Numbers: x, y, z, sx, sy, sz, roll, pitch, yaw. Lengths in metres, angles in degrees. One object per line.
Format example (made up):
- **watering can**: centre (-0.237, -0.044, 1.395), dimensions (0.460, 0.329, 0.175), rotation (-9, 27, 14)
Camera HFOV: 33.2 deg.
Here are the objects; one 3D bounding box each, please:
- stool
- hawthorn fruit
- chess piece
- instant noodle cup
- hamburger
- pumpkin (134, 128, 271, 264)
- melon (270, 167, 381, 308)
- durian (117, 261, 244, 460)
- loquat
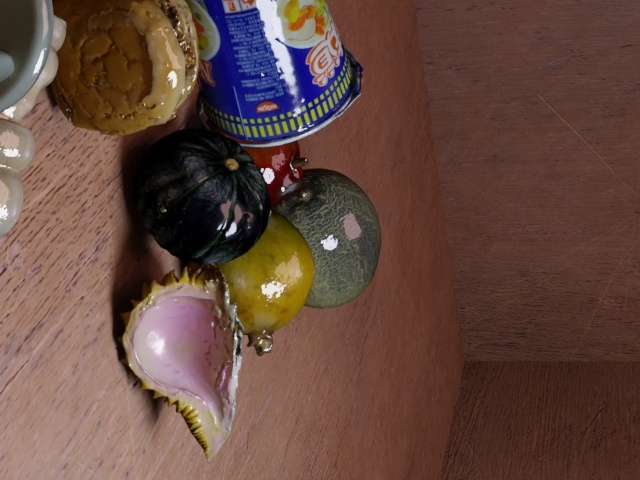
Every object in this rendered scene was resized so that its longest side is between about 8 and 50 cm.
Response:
- **stool**: centre (-0.381, -0.214, 1.006), dimensions (0.198, 0.195, 0.195), rotation (-16, 103, -71)
- **hawthorn fruit**: centre (-0.117, -0.137, 1.836), dimensions (0.185, 0.202, 0.185), rotation (6, 90, -69)
- **chess piece**: centre (-0.362, -0.127, 1.180), dimensions (0.143, 0.142, 0.261), rotation (26, 68, -71)
- **instant noodle cup**: centre (-0.099, -0.349, 1.660), dimensions (0.312, 0.284, 0.284), rotation (73, 23, -46)
- **hamburger**: centre (-0.257, -0.240, 1.386), dimensions (0.108, 0.213, 0.214), rotation (-46, 132, -58)
- **pumpkin**: centre (-0.179, -0.068, 1.635), dimensions (0.220, 0.162, 0.220), rotation (32, 31, -22)
- **melon**: centre (0.000, 0.000, 2.128), dimensions (0.329, 0.248, 0.249), rotation (74, 21, -55)
- **durian**: centre (-0.202, 0.156, 1.639), dimensions (0.196, 0.185, 0.305), rotation (-100, -176, -65)
- **loquat**: centre (-0.112, 0.069, 1.790), dimensions (0.213, 0.213, 0.246), rotation (30, 48, -70)
